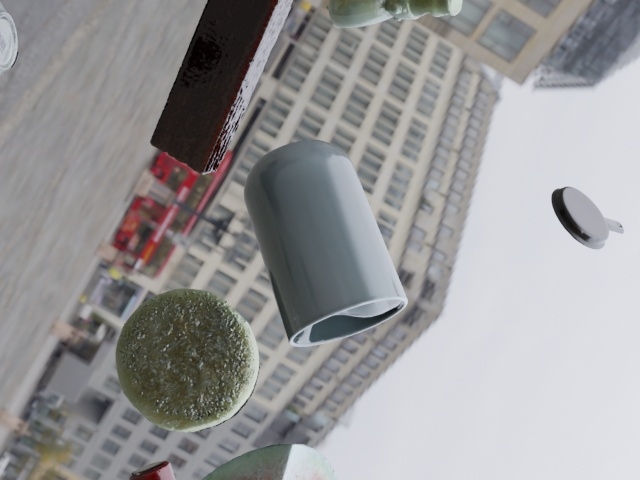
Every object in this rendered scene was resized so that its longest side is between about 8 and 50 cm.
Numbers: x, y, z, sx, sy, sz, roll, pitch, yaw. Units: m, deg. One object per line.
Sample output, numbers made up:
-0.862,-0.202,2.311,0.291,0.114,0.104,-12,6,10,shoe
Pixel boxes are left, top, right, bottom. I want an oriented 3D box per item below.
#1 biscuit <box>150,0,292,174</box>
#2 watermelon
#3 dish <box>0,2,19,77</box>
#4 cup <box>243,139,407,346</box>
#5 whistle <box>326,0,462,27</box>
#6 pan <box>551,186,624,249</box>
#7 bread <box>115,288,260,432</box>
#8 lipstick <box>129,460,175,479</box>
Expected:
-0.142,-0.281,1.583,0.388,0.107,0.073,-63,171,26,biscuit
-0.062,0.420,1.489,0.214,0.319,0.290,-102,-149,-60,watermelon
-0.532,-0.319,1.664,0.190,0.066,0.191,4,90,-81,dish
0.000,0.000,1.732,0.205,0.205,0.312,-47,-122,58,cup
0.111,-0.389,1.694,0.258,0.067,0.126,10,-146,38,whistle
0.508,-0.040,1.927,0.028,0.235,0.136,-41,-121,33,pan
-0.240,0.216,1.882,0.267,0.267,0.040,-61,179,-8,bread
-0.261,0.509,1.830,0.080,0.241,0.080,-20,180,0,lipstick
